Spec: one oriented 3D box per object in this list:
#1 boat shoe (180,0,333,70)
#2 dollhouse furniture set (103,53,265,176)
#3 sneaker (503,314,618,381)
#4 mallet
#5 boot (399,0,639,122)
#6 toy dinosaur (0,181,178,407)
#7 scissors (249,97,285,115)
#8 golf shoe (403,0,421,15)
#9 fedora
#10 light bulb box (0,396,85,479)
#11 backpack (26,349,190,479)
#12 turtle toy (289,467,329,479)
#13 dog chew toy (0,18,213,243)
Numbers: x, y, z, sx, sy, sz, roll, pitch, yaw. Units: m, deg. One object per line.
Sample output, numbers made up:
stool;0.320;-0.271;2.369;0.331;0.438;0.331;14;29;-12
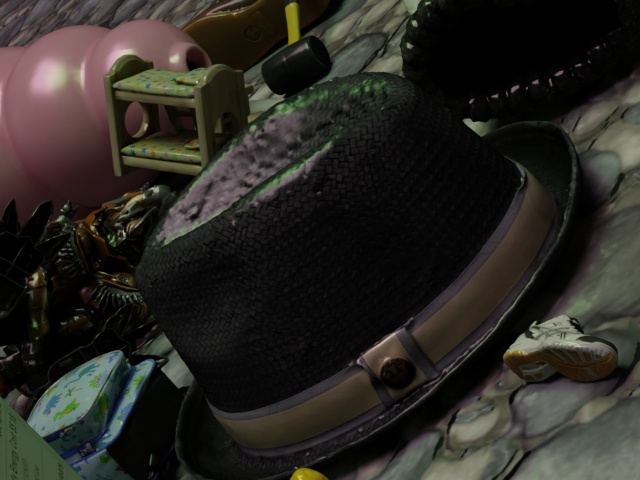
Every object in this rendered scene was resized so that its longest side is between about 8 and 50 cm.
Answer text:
boat shoe;-0.068;-0.230;1.829;0.207;0.073;0.073;-23;27;24
dollhouse furniture set;-0.064;-0.116;1.519;0.182;0.101;0.161;9;24;35
sneaker;0.135;0.055;0.966;0.037;0.032;0.083;-52;24;-24
mallet;-0.034;-0.216;1.711;0.062;0.039;0.190;-34;42;21
boot;0.211;-0.242;1.269;0.348;0.131;0.260;-43;11;26
toy dinosaur;-0.225;0.076;1.458;0.322;0.164;0.218;-68;13;-15
scissors;-0.089;-0.133;1.737;0.297;0.021;0.109;-18;30;49
golf shoe;0.145;-0.247;1.526;0.176;0.069;0.086;-34;42;26
fedora;0.000;0.000;1.141;0.334;0.152;0.334;-35;21;16
light bulb box;-0.286;0.193;0.968;0.225;0.361;0.358;-39;21;5
backpack;-0.160;0.138;1.244;0.114;0.084;0.105;-32;20;30
turtle toy;0.004;0.183;0.895;0.095;0.066;0.130;-62;21;12
dog chew toy;-0.237;-0.115;1.713;0.332;0.206;0.207;-20;29;37
